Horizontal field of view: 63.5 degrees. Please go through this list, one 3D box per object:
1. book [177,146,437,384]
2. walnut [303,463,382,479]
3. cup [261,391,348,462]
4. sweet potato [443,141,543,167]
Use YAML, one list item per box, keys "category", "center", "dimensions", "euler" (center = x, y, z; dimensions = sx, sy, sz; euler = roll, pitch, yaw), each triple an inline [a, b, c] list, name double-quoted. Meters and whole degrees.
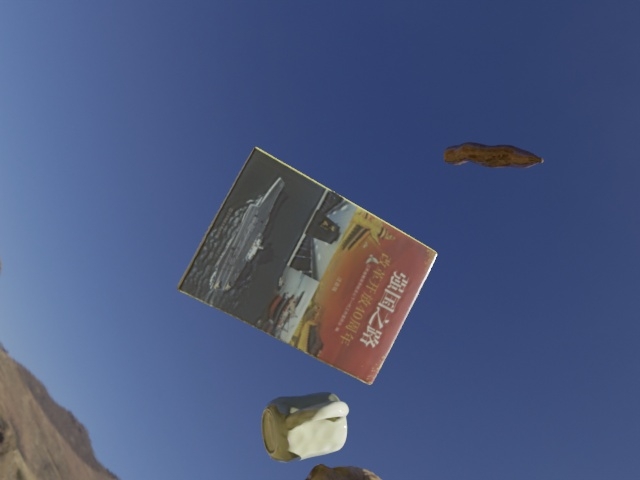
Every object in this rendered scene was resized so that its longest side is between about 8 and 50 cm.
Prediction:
- category: "book"
  center: [-0.012, 0.049, 0.872]
  dimensions: [0.373, 0.263, 0.028]
  euler: [29, -6, -12]
- category: "walnut"
  center: [0.050, 0.687, 1.266]
  dimensions: [0.313, 0.276, 0.252]
  euler: [116, -20, -61]
- category: "cup"
  center: [-0.033, 0.516, 1.415]
  dimensions: [0.255, 0.202, 0.174]
  euler: [-16, -104, 63]
- category: "sweet potato"
  center: [0.436, -0.213, 1.295]
  dimensions: [0.281, 0.067, 0.059]
  euler: [13, -102, 46]
